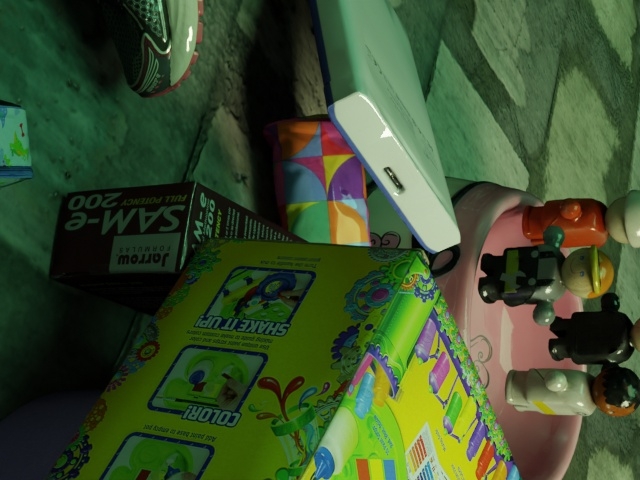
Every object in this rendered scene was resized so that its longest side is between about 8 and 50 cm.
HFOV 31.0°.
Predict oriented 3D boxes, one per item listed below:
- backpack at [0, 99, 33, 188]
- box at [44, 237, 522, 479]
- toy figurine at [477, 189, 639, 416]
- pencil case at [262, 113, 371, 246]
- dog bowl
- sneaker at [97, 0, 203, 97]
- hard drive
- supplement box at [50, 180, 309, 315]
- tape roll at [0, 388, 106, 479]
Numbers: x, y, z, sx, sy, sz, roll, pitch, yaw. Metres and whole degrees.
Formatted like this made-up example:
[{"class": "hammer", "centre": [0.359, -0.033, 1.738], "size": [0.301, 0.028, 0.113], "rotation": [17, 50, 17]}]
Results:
[{"class": "backpack", "centre": [-0.236, -0.047, 0.705], "size": [0.105, 0.114, 0.084], "rotation": [-8, 93, -58]}, {"class": "box", "centre": [-0.013, 0.198, 0.761], "size": [0.279, 0.177, 0.290], "rotation": [-59, 138, -35]}, {"class": "toy figurine", "centre": [0.273, 0.067, 1.171], "size": [0.209, 0.148, 0.213], "rotation": [-35, 116, -53]}, {"class": "pencil case", "centre": [0.000, 0.000, 1.085], "size": [0.104, 0.104, 0.236], "rotation": [-3, 90, -57]}, {"class": "dog bowl", "centre": [0.169, 0.118, 1.278], "size": [0.408, 0.150, 0.408], "rotation": [13, 75, -56]}, {"class": "sneaker", "centre": [-0.179, -0.240, 0.840], "size": [0.112, 0.121, 0.299], "rotation": [-32, 117, -22]}, {"class": "hard drive", "centre": [0.051, -0.166, 1.114], "size": [0.210, 0.040, 0.319], "rotation": [51, 22, -41]}, {"class": "supplement box", "centre": [-0.081, 0.027, 0.921], "size": [0.239, 0.130, 0.073], "rotation": [28, 64, -53]}, {"class": "tape roll", "centre": [-0.148, 0.245, 0.828], "size": [0.275, 0.090, 0.275], "rotation": [13, 74, -56]}]
